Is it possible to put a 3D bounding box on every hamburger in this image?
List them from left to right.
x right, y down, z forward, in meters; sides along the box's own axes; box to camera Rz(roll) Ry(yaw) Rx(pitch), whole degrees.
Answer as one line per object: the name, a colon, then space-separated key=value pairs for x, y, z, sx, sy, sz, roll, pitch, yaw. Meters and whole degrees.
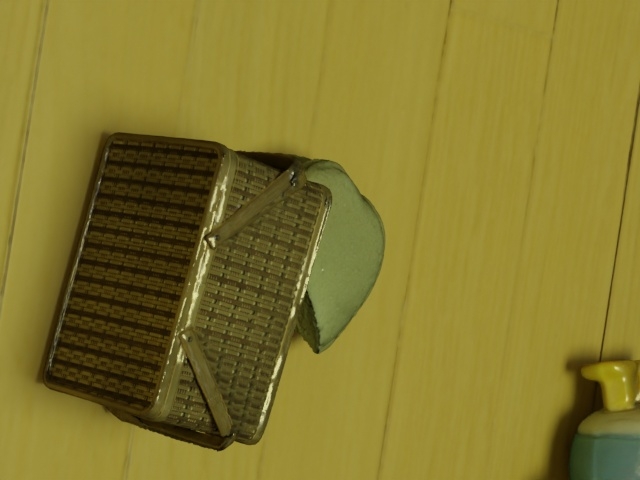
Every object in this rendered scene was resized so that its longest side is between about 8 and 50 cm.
hamburger: x=-0.002 y=-0.001 z=1.085 sx=0.084 sy=0.054 sz=0.121 roll=-43 pitch=123 yaw=-33

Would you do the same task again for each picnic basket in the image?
picnic basket: x=-0.074 y=0.025 z=0.983 sx=0.079 sy=0.115 sz=0.164 roll=20 pitch=83 yaw=-42

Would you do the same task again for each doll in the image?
doll: x=0.219 y=0.204 z=1.265 sx=0.135 sy=0.098 sz=0.241 roll=-12 pitch=108 yaw=-79
